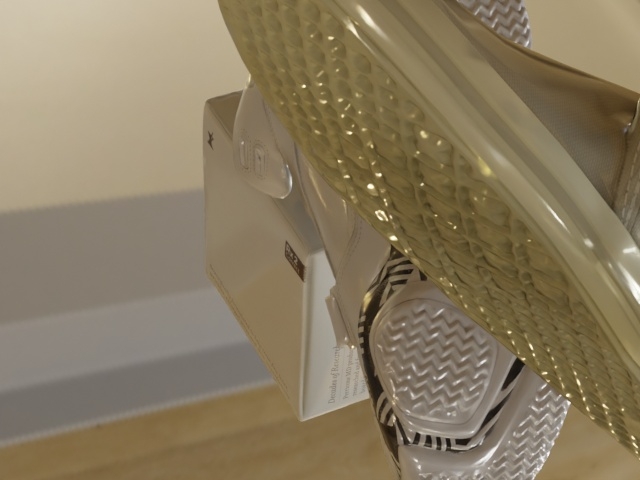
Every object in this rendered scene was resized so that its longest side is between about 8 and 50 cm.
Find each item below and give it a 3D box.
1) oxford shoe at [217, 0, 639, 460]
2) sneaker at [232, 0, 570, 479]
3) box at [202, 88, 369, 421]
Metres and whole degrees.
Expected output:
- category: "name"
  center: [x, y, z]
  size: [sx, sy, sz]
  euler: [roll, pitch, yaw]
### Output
- category: "oxford shoe"
  center: [0.137, 0.001, 0.727]
  size: [0.449, 0.130, 0.169]
  euler: [40, 171, -21]
- category: "sneaker"
  center: [0.049, -0.008, 1.110]
  size: [0.137, 0.210, 0.366]
  euler: [-8, -84, -25]
- category: "box"
  center: [0.000, 0.000, 1.291]
  size: [0.119, 0.182, 0.181]
  euler: [-17, -133, -20]
